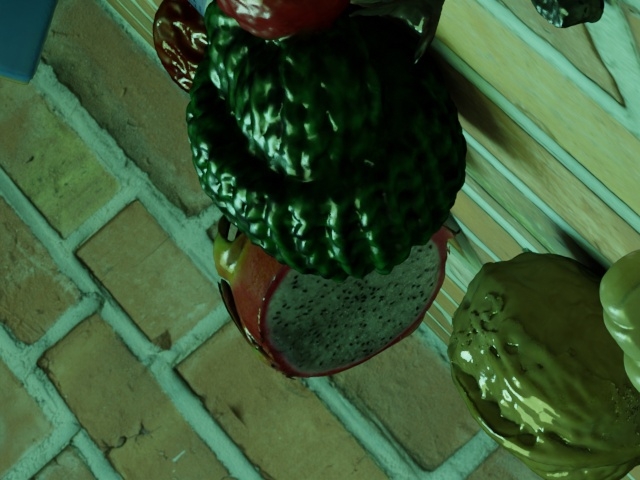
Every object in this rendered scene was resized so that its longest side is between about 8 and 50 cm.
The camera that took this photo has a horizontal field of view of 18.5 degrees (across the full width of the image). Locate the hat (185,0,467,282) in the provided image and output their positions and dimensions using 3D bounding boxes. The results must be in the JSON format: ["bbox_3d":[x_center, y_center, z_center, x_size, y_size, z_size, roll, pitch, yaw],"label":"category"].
[{"bbox_3d":[-0.019,-0.141,1.729,0.274,0.242,0.332,26,151,33],"label":"hat"}]

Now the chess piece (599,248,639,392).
[{"bbox_3d":[0.330,0.153,1.555,0.397,0.117,0.117,53,174,-34],"label":"chess piece"}]

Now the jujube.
[{"bbox_3d":[-0.083,-0.211,2.249,0.230,0.155,0.155,35,172,18],"label":"jujube"}]

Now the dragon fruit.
[{"bbox_3d":[0.000,0.000,2.477,0.225,0.305,0.305,54,-179,37],"label":"dragon fruit"}]

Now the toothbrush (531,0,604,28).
[{"bbox_3d":[0.078,-0.218,1.252,0.297,0.031,0.030,47,150,38],"label":"toothbrush"}]

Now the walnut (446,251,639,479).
[{"bbox_3d":[0.225,0.122,1.842,0.245,0.198,0.198,46,176,39],"label":"walnut"}]

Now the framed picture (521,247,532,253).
[{"bbox_3d":[0.253,0.048,2.104,0.089,0.007,0.066,51,176,-27],"label":"framed picture"}]

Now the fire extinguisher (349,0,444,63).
[{"bbox_3d":[0.012,-0.215,1.430,0.252,0.106,0.075,47,156,23],"label":"fire extinguisher"}]

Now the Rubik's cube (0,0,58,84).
[{"bbox_3d":[-0.465,-0.405,2.262,0.344,0.346,0.346,15,-173,-21],"label":"Rubik's cube"}]

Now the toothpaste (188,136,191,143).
[{"bbox_3d":[-0.072,-0.176,2.143,0.064,0.218,0.041,48,-152,1],"label":"toothpaste"}]

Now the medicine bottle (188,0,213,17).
[{"bbox_3d":[-0.096,-0.278,2.029,0.186,0.103,0.103,47,176,19],"label":"medicine bottle"}]
